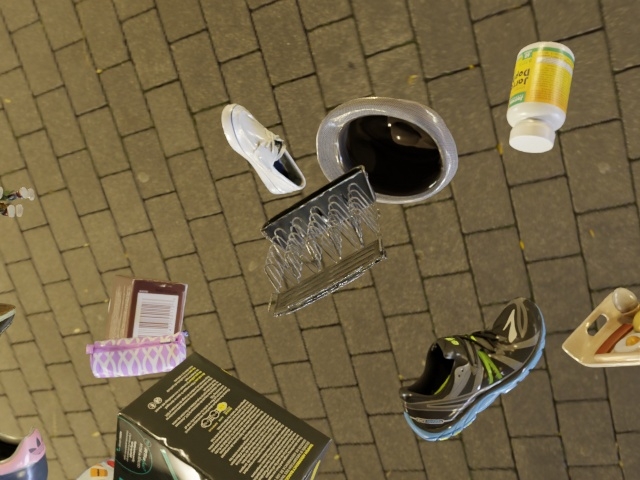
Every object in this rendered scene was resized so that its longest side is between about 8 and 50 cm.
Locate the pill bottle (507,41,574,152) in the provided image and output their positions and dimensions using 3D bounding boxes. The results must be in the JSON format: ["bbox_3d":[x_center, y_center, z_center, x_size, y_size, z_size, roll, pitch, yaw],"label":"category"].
[{"bbox_3d":[0.460,-0.298,1.200,0.118,0.117,0.208,10,79,16],"label":"pill bottle"}]

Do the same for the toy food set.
[{"bbox_3d":[0.679,0.156,1.182,0.092,0.220,0.306,54,157,1],"label":"toy food set"}]

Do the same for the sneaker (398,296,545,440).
[{"bbox_3d":[0.158,0.122,0.585,0.188,0.067,0.078,-39,104,-13],"label":"sneaker"}]

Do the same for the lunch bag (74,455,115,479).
[{"bbox_3d":[-0.389,0.524,1.034,0.115,0.303,0.243,25,77,14],"label":"lunch bag"}]

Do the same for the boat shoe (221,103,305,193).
[{"bbox_3d":[-0.116,-0.203,1.249,0.084,0.095,0.258,-3,147,32],"label":"boat shoe"}]

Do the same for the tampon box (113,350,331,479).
[{"bbox_3d":[-0.092,0.206,0.520,0.161,0.101,0.120,29,125,17],"label":"tampon box"}]

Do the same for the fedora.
[{"bbox_3d":[0.141,-0.197,1.132,0.276,0.124,0.243,7,133,21],"label":"fedora"}]

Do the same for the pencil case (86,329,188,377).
[{"bbox_3d":[-0.395,0.250,1.245,0.206,0.086,0.088,-7,146,-7],"label":"pencil case"}]

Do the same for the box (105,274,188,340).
[{"bbox_3d":[-0.474,0.195,1.518,0.381,0.143,0.191,-2,81,62],"label":"box"}]

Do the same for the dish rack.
[{"bbox_3d":[0.000,0.000,0.873,0.208,0.271,0.074,-31,111,15],"label":"dish rack"}]

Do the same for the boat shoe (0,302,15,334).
[{"bbox_3d":[-0.356,0.100,0.566,0.056,0.152,0.049,3,99,0],"label":"boat shoe"}]

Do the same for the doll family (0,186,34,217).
[{"bbox_3d":[-0.617,-0.062,1.019,0.111,0.193,0.076,2,92,12],"label":"doll family"}]

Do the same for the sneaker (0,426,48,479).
[{"bbox_3d":[-0.542,0.292,0.791,0.319,0.112,0.131,11,102,-9],"label":"sneaker"}]
